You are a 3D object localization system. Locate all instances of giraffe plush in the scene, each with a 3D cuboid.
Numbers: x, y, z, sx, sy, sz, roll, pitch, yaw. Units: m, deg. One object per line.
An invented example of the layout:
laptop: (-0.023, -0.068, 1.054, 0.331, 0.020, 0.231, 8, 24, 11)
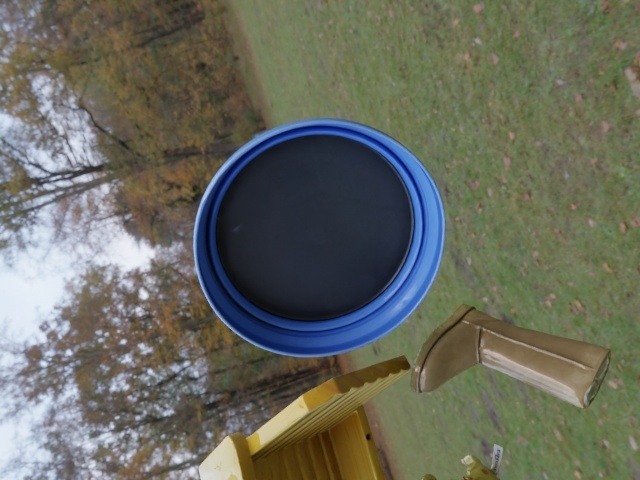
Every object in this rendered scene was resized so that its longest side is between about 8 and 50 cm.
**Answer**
giraffe plush: (0.286, 0.510, 0.998, 0.181, 0.170, 0.210, -15, 75, 52)

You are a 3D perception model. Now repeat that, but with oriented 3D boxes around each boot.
boot: (0.324, 0.220, 0.912, 0.269, 0.236, 0.089, 18, 137, 38)

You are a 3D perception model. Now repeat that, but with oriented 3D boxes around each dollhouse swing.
dollhouse swing: (0.029, 0.409, 0.927, 0.346, 0.305, 0.315, 1, -113, -51)

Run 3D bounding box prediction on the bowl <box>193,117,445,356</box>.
bowl: (0.000, 0.000, 0.831, 0.077, 0.390, 0.391, -111, 4, -65)
